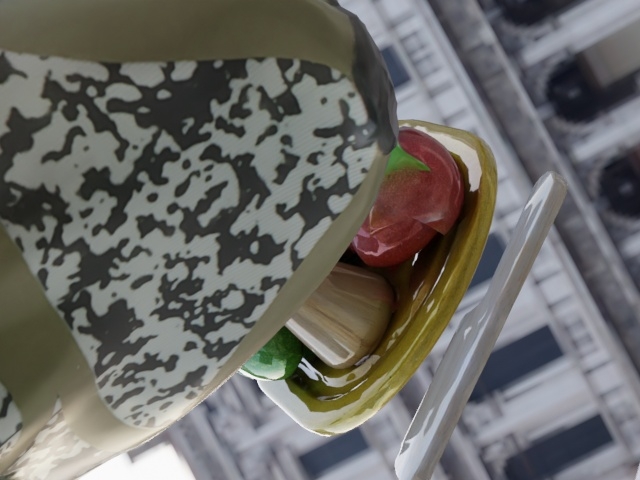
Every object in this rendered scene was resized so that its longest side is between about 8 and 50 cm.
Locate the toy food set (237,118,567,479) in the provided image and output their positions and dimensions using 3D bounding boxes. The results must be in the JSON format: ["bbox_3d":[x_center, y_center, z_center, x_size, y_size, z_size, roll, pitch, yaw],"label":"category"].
[{"bbox_3d":[0.000,0.000,0.649,0.071,0.128,0.218,30,178,-19],"label":"toy food set"}]

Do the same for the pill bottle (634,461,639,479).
[{"bbox_3d":[0.172,0.102,0.656,0.108,0.108,0.194,26,-100,-69],"label":"pill bottle"}]

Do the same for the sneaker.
[{"bbox_3d":[-0.142,0.082,0.374,0.182,0.410,0.158,48,166,51],"label":"sneaker"}]
